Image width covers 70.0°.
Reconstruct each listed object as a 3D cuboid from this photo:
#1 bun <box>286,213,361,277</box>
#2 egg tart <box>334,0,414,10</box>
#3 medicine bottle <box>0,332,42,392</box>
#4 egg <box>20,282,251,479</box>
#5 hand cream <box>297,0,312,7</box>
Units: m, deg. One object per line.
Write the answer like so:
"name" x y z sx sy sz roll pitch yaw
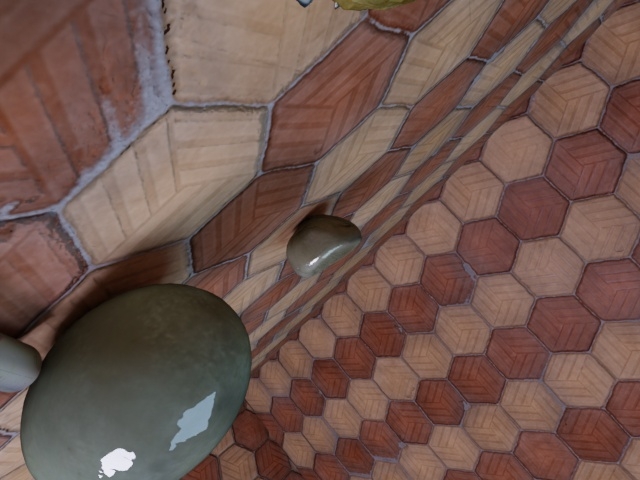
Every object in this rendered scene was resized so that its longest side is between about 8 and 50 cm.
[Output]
"bun" 0.000 0.000 1.006 0.167 0.113 0.173 -36 170 11
"egg tart" 0.081 -0.286 0.312 0.279 0.095 0.279 -33 166 -10
"medicine bottle" -0.350 0.109 0.448 0.059 0.059 0.230 -36 167 -22
"egg" -0.248 0.207 0.629 0.352 0.258 0.258 -47 167 14
"hand cream" 0.115 -0.243 0.255 0.331 0.058 0.085 -35 138 -5
